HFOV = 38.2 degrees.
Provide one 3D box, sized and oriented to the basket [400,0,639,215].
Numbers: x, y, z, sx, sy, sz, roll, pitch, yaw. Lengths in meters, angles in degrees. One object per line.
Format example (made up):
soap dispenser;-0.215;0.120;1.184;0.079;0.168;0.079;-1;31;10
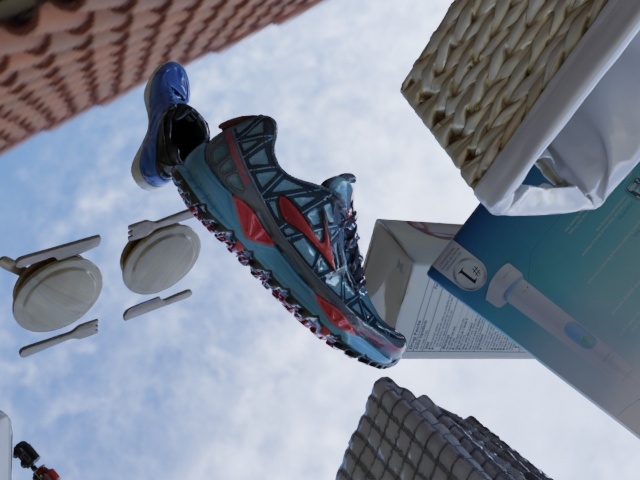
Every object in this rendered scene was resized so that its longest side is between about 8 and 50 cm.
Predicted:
basket;0.138;-0.107;0.496;0.103;0.113;0.167;54;-52;29

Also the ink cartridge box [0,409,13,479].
ink cartridge box;-0.262;0.219;0.361;0.066;0.296;0.261;10;-78;35

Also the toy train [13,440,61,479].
toy train;-0.439;0.385;1.491;0.158;0.027;0.036;45;-69;11

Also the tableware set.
tableware set;-0.205;0.027;0.881;0.194;0.128;0.039;-20;-130;-34

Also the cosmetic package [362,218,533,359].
cosmetic package;0.211;0.068;1.257;0.129;0.296;0.153;-125;-135;-55

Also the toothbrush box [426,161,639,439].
toothbrush box;0.293;0.034;0.932;0.296;0.126;0.216;37;-75;9

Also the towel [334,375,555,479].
towel;0.102;0.267;0.669;0.284;0.121;0.235;36;-74;58

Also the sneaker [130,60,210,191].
sneaker;-0.143;-0.128;0.943;0.085;0.058;0.152;-20;-130;43

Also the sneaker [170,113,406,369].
sneaker;0.000;0.000;0.795;0.125;0.262;0.104;-45;-165;-5
